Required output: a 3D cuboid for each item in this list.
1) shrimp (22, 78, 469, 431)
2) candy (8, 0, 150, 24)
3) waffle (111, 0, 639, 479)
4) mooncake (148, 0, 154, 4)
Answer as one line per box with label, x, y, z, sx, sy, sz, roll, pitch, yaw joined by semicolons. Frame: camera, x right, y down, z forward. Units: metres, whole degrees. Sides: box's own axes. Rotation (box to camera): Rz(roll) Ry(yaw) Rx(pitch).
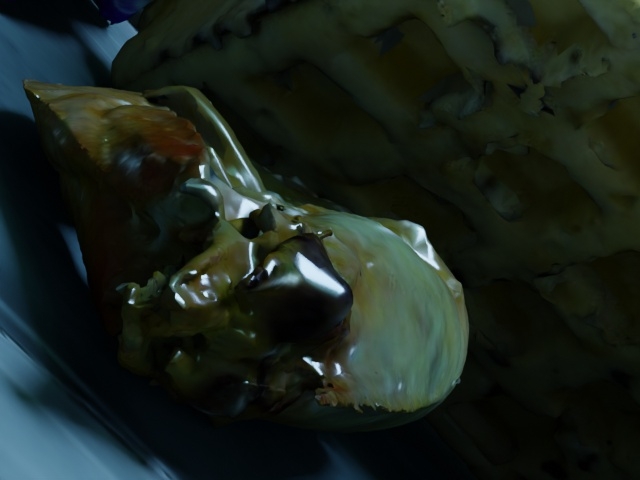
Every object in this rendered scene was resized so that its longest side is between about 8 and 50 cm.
shrimp;-0.023;0.001;0.471;0.145;0.061;0.267;40;9;0
candy;-0.072;-0.152;0.712;0.070;0.145;0.275;29;5;2
waffle;0.131;0.009;0.680;0.376;0.114;0.261;47;-35;-20
mooncake;-0.027;-0.250;0.963;0.290;0.290;0.161;49;5;-2
